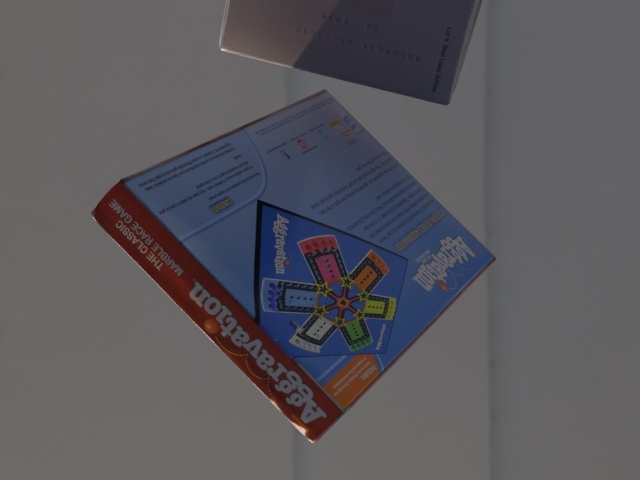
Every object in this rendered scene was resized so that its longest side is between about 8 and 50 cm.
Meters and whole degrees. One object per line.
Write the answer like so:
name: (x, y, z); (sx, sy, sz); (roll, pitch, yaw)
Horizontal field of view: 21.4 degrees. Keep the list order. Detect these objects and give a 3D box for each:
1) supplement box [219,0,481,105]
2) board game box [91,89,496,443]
supplement box: (0.034, -0.167, 0.973); (0.130, 0.239, 0.073); (14, -62, 4)
board game box: (0.000, 0.000, 0.874); (0.145, 0.281, 0.027); (44, -67, 5)
